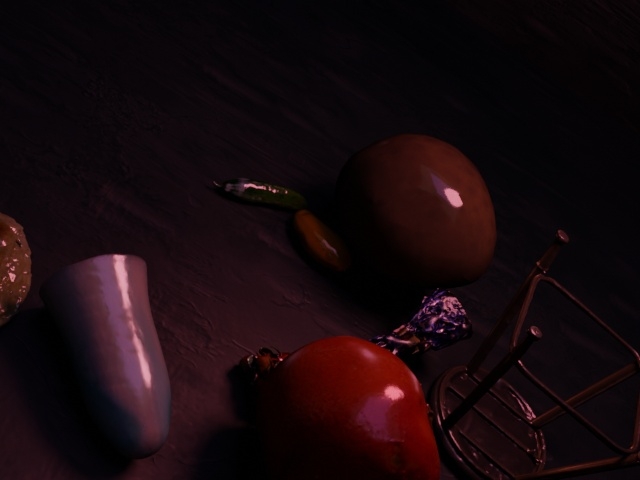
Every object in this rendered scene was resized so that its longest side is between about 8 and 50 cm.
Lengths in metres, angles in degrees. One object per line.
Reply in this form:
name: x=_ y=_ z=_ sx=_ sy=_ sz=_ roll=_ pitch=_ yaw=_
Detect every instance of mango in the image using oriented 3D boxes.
mango: x=0.000 y=0.000 z=1.857 sx=0.190 sy=0.075 sz=0.098 roll=51 pitch=25 yaw=19

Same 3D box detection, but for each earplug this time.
earplug: x=-0.333 y=0.204 z=1.359 sx=0.185 sy=0.185 sz=0.324 roll=-6 pitch=65 yaw=-41

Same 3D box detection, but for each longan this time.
longan: x=0.216 y=-0.066 z=1.857 sx=0.404 sy=0.336 sz=0.404 roll=42 pitch=1 yaw=-1

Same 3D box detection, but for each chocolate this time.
chocolate: x=0.161 y=0.216 z=1.681 sx=0.343 sy=0.148 sz=0.126 roll=-26 pitch=105 yaw=-28

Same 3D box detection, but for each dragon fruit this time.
dragon fruit: x=-0.070 y=0.254 z=1.536 sx=0.175 sy=0.142 sz=0.138 roll=34 pitch=72 yaw=25

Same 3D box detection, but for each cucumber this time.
cucumber: x=-0.130 y=-0.108 z=1.872 sx=0.250 sy=0.056 sz=0.056 roll=10 pitch=48 yaw=-32

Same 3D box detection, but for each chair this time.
chair: x=0.462 y=0.299 z=1.674 sx=0.364 sy=0.410 sz=0.362 roll=39 pitch=39 yaw=-2

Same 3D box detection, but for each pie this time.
pie: x=-0.621 y=0.041 z=1.348 sx=0.306 sy=0.071 sz=0.306 roll=20 pitch=45 yaw=-21

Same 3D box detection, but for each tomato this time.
tomato: x=0.043 y=0.330 z=1.384 sx=0.289 sy=0.325 sz=0.293 roll=-7 pitch=44 yaw=-10
